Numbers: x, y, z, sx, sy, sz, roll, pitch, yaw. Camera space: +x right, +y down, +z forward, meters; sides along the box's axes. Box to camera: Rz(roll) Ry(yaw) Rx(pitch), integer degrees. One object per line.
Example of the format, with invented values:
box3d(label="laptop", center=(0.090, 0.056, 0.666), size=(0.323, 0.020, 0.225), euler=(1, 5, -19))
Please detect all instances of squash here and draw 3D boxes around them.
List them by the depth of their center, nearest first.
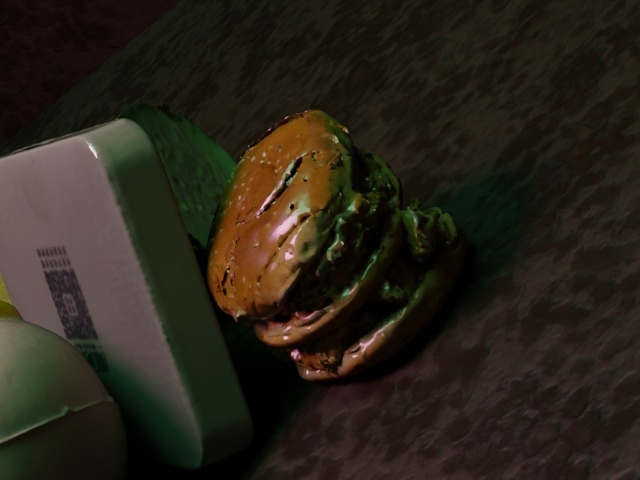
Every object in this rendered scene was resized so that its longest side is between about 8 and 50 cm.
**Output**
box3d(label="squash", center=(-0.292, 0.021, 1.935), size=(0.384, 0.263, 0.263), euler=(-36, 25, 22))

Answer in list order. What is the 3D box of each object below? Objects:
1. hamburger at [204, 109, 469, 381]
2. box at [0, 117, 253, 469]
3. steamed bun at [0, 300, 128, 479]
box3d(label="hamburger", center=(0.001, 0.009, 1.534), size=(0.245, 0.211, 0.260), euler=(-43, 27, 22))
box3d(label="box", center=(-0.233, 0.066, 1.652), size=(0.090, 0.373, 0.367), euler=(-24, 10, -32))
box3d(label="steamed bun", center=(-0.359, 0.232, 1.539), size=(0.334, 0.334, 0.374), euler=(-49, -9, -7))
